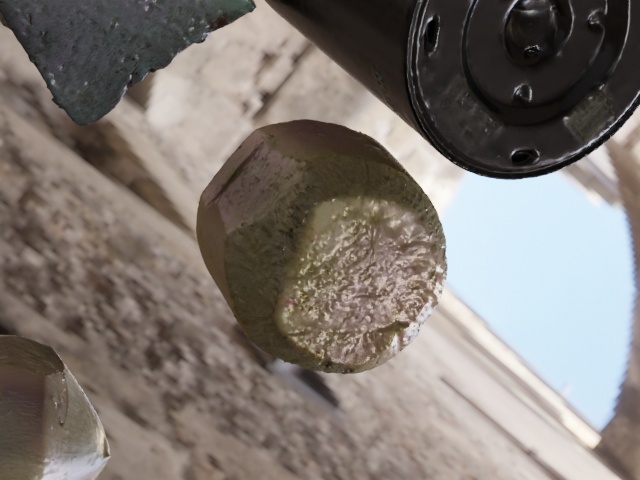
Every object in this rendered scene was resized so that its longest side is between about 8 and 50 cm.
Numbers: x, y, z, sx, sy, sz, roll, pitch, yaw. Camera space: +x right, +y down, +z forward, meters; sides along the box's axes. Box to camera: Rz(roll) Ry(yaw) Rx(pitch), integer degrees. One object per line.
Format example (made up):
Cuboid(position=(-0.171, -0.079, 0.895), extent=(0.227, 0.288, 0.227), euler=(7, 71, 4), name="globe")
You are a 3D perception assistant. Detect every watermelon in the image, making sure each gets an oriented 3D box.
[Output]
Cuboid(position=(-0.245, -0.216, 1.532), extent=(0.289, 0.320, 0.213), euler=(14, -80, 58), name="watermelon")

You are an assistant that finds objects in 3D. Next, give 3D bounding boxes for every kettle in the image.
Cuboid(position=(0.053, -0.197, 1.159), extent=(0.308, 0.262, 0.203), euler=(43, -65, 53), name="kettle")

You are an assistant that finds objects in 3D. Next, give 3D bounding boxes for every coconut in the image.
Cuboid(position=(-0.247, 0.146, 1.239), extent=(0.171, 0.183, 0.171), euler=(-177, -90, -75), name="coconut")
Cuboid(position=(0.000, 0.000, 1.057), extent=(0.147, 0.147, 0.152), euler=(-48, -156, 5), name="coconut")
